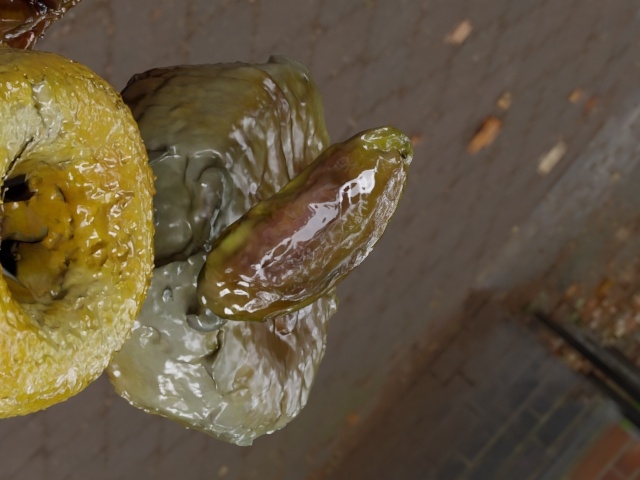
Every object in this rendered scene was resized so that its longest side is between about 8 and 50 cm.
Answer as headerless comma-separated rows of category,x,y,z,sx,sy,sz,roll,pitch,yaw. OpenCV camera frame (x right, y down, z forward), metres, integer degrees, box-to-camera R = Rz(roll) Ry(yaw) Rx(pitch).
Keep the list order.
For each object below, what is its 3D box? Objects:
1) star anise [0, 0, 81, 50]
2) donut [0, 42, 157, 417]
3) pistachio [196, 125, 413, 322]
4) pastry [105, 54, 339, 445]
star anise,-0.233,-0.212,1.282,0.111,0.212,0.196,44,67,-29
donut,-0.200,-0.004,0.947,0.253,0.118,0.253,-10,102,-58
pistachio,0.000,0.000,0.996,0.173,0.049,0.089,-39,143,2
pastry,-0.078,0.009,1.203,0.329,0.136,0.329,2,90,-71
